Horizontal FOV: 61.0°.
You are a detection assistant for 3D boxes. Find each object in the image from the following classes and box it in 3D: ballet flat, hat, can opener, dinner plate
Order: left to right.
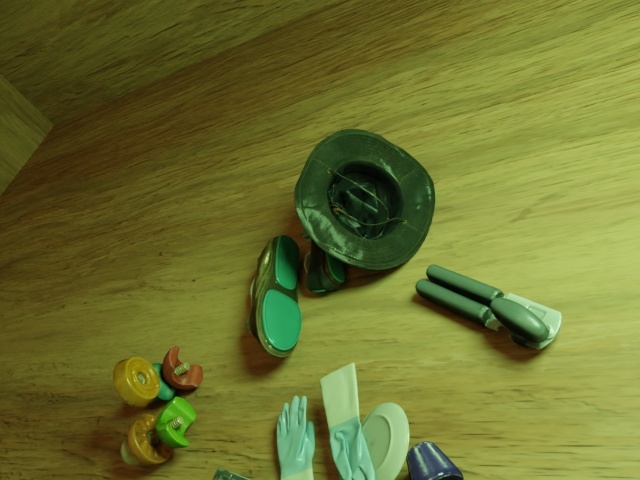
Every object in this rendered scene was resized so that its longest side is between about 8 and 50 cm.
[{"bbox_3d":[-0.111,0.132,1.189,0.124,0.116,0.342,-40,34,30],"label":"ballet flat"},{"bbox_3d":[0.000,0.000,1.240,0.096,0.095,0.280,-29,38,30],"label":"ballet flat"},{"bbox_3d":[0.086,-0.070,1.185,0.331,0.331,0.134,-63,3,-28],"label":"hat"},{"bbox_3d":[0.089,0.324,0.860,0.141,0.017,0.141,-49,23,30],"label":"dinner plate"},{"bbox_3d":[0.278,0.101,0.934,0.074,0.093,0.280,-50,36,-13],"label":"can opener"}]

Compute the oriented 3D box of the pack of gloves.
[{"bbox_3d":[0.011,0.351,0.911,0.195,0.046,0.232,-33,44,27],"label":"pack of gloves"}]

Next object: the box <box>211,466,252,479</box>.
[{"bbox_3d":[-0.149,0.500,0.862,0.183,0.056,0.231,-6,47,45],"label":"box"}]

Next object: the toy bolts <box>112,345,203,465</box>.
[{"bbox_3d":[-0.368,0.326,1.125,0.159,0.218,0.228,-33,21,15],"label":"toy bolts"}]

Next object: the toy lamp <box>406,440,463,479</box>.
[{"bbox_3d":[0.191,0.395,0.715,0.080,0.080,0.274,-33,41,6],"label":"toy lamp"}]
